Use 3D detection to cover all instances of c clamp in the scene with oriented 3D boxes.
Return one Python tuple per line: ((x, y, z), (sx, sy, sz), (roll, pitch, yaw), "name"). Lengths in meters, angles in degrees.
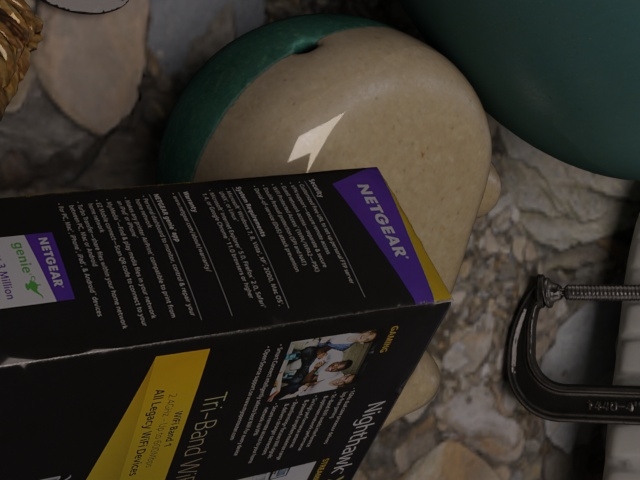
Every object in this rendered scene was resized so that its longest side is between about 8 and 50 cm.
((0.199, 0.053, 0.805), (0.160, 0.022, 0.137), (-6, 83, 14), "c clamp")

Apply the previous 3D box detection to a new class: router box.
((-0.109, 0.108, 0.555), (0.242, 0.081, 0.309), (-6, 141, -28), "router box")

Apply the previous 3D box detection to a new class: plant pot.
((0.172, -0.175, 0.663), (0.293, 0.293, 0.235), (-44, 129, -16), "plant pot")

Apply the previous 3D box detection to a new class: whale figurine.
((0.000, 0.000, 0.691), (0.216, 0.141, 0.272), (-31, 135, -21), "whale figurine")

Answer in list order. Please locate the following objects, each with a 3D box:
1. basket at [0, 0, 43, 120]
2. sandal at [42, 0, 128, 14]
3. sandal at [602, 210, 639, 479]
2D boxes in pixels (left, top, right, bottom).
((-0.295, -0.106, 0.517), (0.213, 0.223, 0.299), (-34, 116, 15), "basket")
((-0.142, -0.187, 0.603), (0.067, 0.040, 0.179), (-30, 122, -13), "sandal")
((0.279, 0.073, 0.843), (0.102, 0.169, 0.416), (28, 82, -74), "sandal")
